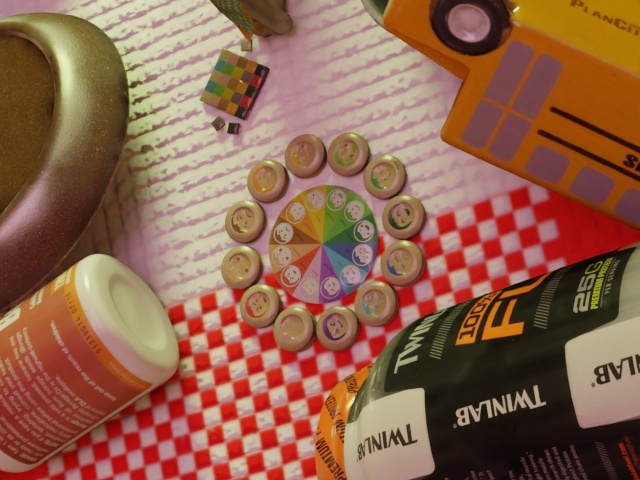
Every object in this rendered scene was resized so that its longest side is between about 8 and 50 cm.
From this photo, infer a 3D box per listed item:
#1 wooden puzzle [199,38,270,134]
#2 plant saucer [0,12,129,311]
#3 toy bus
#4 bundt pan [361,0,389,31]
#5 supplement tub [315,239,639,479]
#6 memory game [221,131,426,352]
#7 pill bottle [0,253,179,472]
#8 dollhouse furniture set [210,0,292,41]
[{"bbox_3d":[-0.073,-0.132,1.452,0.049,0.006,0.083,26,91,29],"label":"wooden puzzle"},{"bbox_3d":[-0.301,-0.073,1.481,0.310,0.050,0.311,-19,54,28],"label":"plant saucer"},{"bbox_3d":[0.199,-0.095,1.155,0.332,0.108,0.130,24,131,1],"label":"toy bus"},{"bbox_3d":[0.158,-0.282,1.304,0.330,0.124,0.331,-6,75,25],"label":"bundt pan"},{"bbox_3d":[0.173,0.122,1.137,0.338,0.207,0.207,-22,69,36],"label":"supplement tub"},{"bbox_3d":[0.000,0.000,1.383,0.186,0.012,0.186,-6,77,25],"label":"memory game"},{"bbox_3d":[-0.233,0.114,1.411,0.216,0.121,0.121,-34,66,16],"label":"pill bottle"},{"bbox_3d":[-0.131,-0.317,1.413,0.151,0.197,0.302,-8,75,23],"label":"dollhouse furniture set"}]
